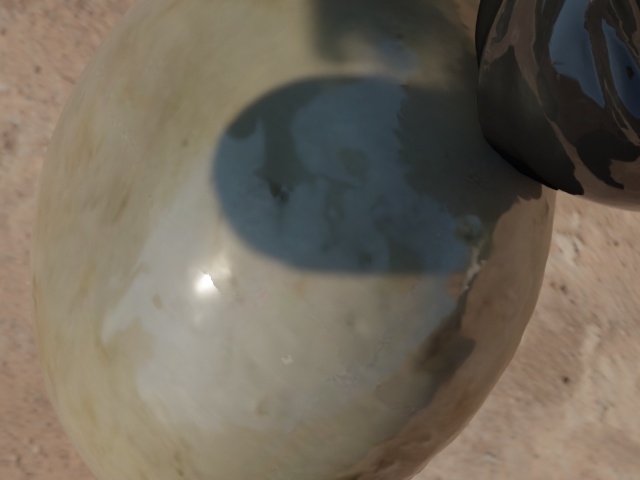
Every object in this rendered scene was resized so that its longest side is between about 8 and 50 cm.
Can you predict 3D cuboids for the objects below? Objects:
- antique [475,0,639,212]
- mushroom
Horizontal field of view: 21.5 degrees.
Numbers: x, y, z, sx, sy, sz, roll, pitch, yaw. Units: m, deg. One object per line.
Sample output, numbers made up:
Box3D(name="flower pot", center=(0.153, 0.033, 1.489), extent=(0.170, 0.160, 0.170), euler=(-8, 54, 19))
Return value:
Box3D(name="antique", center=(0.198, -0.127, 0.744), extent=(0.255, 0.322, 0.185), euler=(1, 49, -23))
Box3D(name="mushroom", center=(0.000, 0.000, 0.968), extent=(0.362, 0.294, 0.362), euler=(-33, 47, 44))
